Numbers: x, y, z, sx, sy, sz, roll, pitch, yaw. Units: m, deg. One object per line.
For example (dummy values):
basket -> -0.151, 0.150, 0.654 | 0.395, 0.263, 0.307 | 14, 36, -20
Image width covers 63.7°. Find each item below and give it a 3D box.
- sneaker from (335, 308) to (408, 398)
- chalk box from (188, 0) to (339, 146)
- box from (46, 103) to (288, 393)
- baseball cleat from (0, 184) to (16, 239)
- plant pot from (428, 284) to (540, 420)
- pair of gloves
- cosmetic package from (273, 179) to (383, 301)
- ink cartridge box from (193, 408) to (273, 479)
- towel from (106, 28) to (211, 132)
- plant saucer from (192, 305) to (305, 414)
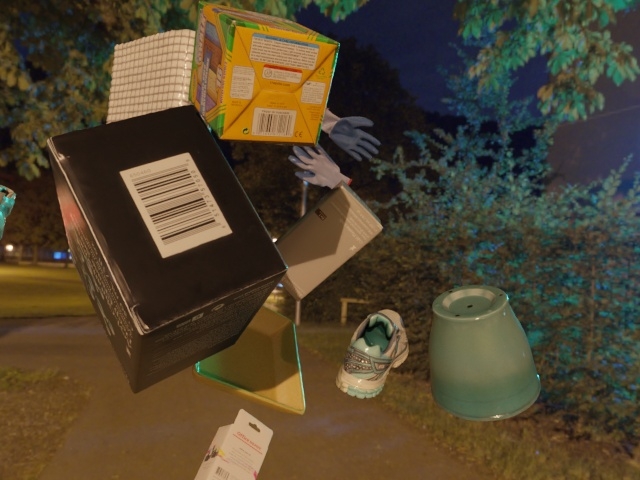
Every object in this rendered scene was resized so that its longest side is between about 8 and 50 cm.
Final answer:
sneaker -> 0.124, 0.193, 1.022 | 0.110, 0.122, 0.283 | 18, 23, 14
chalk box -> -0.089, -0.221, 0.662 | 0.133, 0.131, 0.213 | -2, 31, -28
box -> -0.256, 0.035, 0.827 | 0.212, 0.293, 0.395 | -24, -16, -29
baseball cleat -> -0.674, -0.053, 1.066 | 0.072, 0.109, 0.206 | 34, -27, -33
plant pot -> 0.392, 0.261, 1.292 | 0.272, 0.255, 0.271 | -13, 18, 5
pair of gloves -> 0.032, -0.199, 1.139 | 0.159, 0.198, 0.023 | 32, 24, -14
cosmetic package -> 0.000, 0.000, 1.074 | 0.127, 0.238, 0.107 | 45, 11, -8
ink cartridge box -> -0.184, 0.467, 1.095 | 0.104, 0.181, 0.062 | 43, -46, -18
towel -> -0.353, -0.325, 1.160 | 0.284, 0.234, 0.121 | 4, -2, 36
plant saucer -> -0.206, 0.293, 1.363 | 0.333, 0.081, 0.332 | 31, 26, -29
